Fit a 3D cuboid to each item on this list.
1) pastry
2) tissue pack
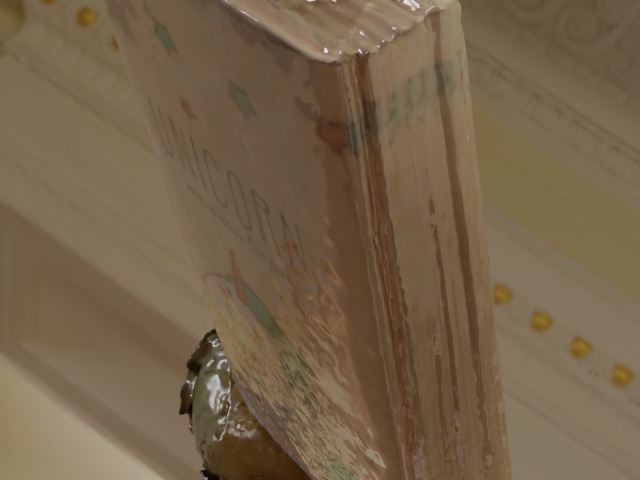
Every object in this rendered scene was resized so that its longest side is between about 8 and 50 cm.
[{"bbox_3d":[-0.002,0.094,0.795,0.153,0.153,0.081,28,-46,16],"label":"pastry"},{"bbox_3d":[0.000,0.000,0.581,0.170,0.071,0.325,43,-23,38],"label":"tissue pack"}]
